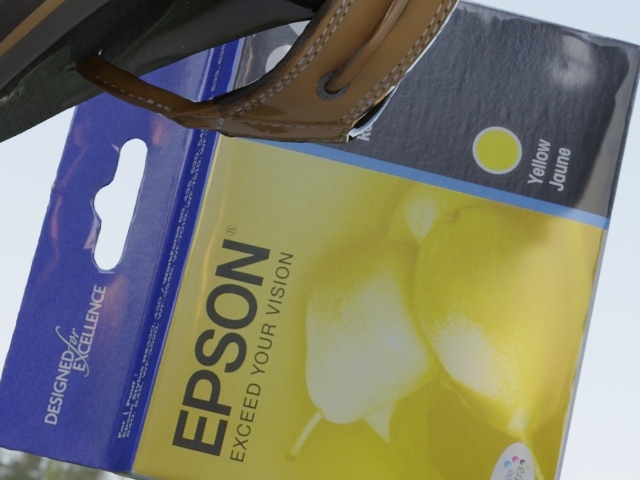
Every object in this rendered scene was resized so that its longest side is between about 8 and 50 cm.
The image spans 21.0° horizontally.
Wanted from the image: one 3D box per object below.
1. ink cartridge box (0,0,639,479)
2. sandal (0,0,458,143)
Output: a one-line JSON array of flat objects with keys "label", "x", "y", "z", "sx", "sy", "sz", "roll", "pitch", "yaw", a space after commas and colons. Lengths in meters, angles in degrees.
[{"label": "ink cartridge box", "x": 0.000, "y": 0.000, "z": 0.947, "sx": 0.307, "sy": 0.303, "sz": 0.072, "roll": 14, "pitch": -12, "yaw": -3}, {"label": "sandal", "x": 0.012, "y": -0.056, "z": 0.402, "sx": 0.219, "sy": 0.060, "sz": 0.090, "roll": -19, "pitch": -11, "yaw": -24}]
